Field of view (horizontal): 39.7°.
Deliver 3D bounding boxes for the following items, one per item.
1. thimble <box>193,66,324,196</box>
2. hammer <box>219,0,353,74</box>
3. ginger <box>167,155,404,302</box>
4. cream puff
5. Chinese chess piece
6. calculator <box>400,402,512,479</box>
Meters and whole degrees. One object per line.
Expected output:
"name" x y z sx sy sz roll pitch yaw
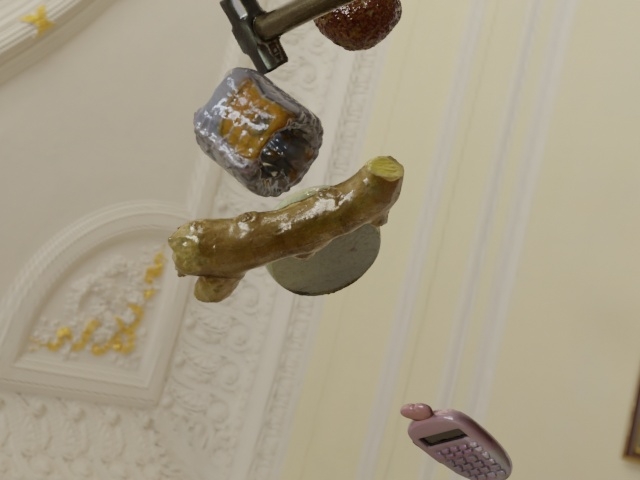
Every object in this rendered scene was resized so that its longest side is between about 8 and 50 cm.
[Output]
"thimble" -0.078 -0.135 1.115 0.127 0.118 0.151 -52 -21 2
"hammer" 0.008 -0.285 1.026 0.043 0.365 0.111 -39 -72 -32
"ginger" -0.037 -0.017 1.038 0.065 0.299 0.118 -102 -15 -47
"cream puff" 0.058 -0.383 1.433 0.084 0.149 0.149 66 -141 -78
"Chinese chess piece" 0.000 0.000 1.365 0.189 0.083 0.188 -11 -44 -11
"calculator" 0.167 0.249 1.095 0.166 0.103 0.024 42 -130 -17
